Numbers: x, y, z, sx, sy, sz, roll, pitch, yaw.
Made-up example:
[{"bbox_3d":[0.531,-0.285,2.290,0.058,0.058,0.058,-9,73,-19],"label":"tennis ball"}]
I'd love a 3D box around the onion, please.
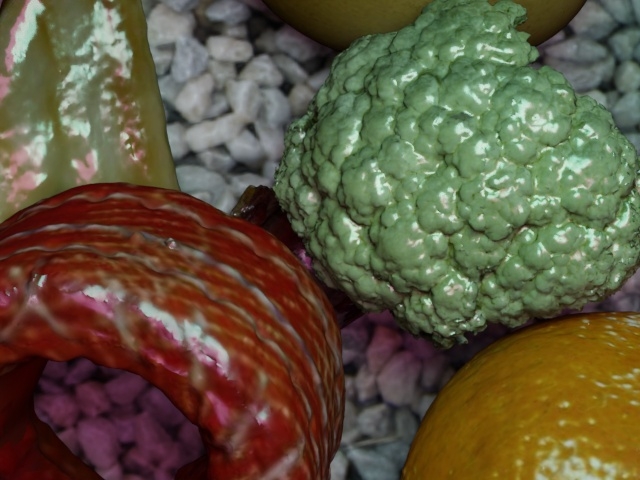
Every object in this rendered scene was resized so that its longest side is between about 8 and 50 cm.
[{"bbox_3d":[0.000,0.000,1.642,0.151,0.098,0.206,37,81,-2],"label":"onion"}]

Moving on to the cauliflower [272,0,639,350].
[{"bbox_3d":[0.117,-0.046,1.535,0.272,0.250,0.275,-35,75,22],"label":"cauliflower"}]

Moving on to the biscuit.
[{"bbox_3d":[-0.243,-0.100,1.605,0.237,0.062,0.291,-16,103,-18],"label":"biscuit"}]

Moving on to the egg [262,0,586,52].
[{"bbox_3d":[0.075,-0.265,1.607,0.322,0.250,0.250,21,81,-9],"label":"egg"}]

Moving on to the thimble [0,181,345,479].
[{"bbox_3d":[-0.152,0.138,1.492,0.350,0.230,0.350,2,110,7],"label":"thimble"}]

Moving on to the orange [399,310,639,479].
[{"bbox_3d":[0.254,0.247,1.494,0.424,0.424,0.326,21,113,-4],"label":"orange"}]
